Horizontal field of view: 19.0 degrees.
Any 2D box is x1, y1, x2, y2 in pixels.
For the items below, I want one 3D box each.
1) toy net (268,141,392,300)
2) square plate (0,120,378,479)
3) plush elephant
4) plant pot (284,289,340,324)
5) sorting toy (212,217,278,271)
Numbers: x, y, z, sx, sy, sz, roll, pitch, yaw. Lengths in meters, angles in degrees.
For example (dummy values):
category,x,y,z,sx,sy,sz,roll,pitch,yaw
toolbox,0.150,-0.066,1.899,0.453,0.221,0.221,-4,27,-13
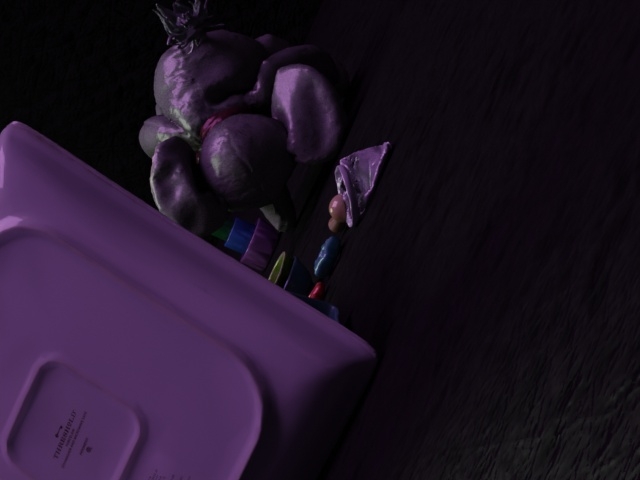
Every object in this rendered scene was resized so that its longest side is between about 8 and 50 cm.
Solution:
category,x,y,z,sx,sy,sz,roll,pitch,yaw
toy net,0.000,0.000,1.837,0.122,0.045,0.232,-76,12,-60
square plate,-0.174,0.141,1.439,0.347,0.344,0.049,-64,-18,19
plush elephant,-0.093,-0.125,2.356,0.330,0.272,0.255,51,-163,-62
plant pot,-0.096,0.158,1.545,0.165,0.166,0.234,-93,20,-77
sorting toy,-0.176,0.123,2.508,0.127,0.126,0.365,136,156,-75
